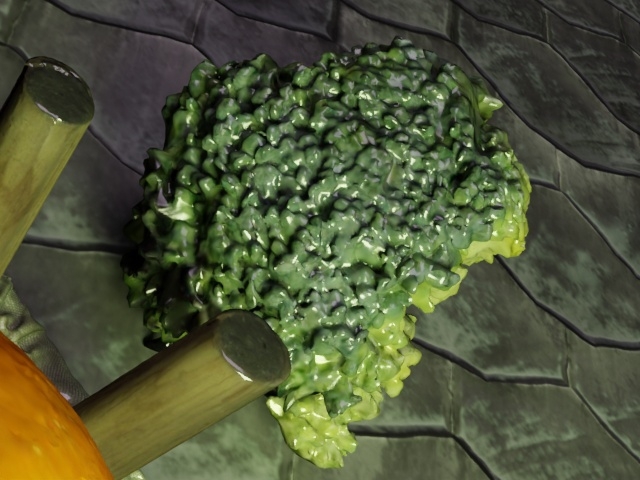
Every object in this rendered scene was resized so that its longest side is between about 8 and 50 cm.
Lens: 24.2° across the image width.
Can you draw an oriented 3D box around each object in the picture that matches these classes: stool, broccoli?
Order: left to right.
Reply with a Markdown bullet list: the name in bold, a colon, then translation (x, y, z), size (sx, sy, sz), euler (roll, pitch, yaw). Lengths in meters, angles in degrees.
- **stool**: translation (-0.221, 0.077, 0.914), size (0.310, 0.226, 0.310), euler (53, 36, 13)
- **broccoli**: translation (0.002, -0.010, 1.231), size (0.293, 0.281, 0.348), euler (37, 67, 22)

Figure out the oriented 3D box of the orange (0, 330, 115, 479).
- **orange**: translation (-0.265, 0.188, 0.584), size (0.424, 0.424, 0.326), euler (38, 13, -10)
